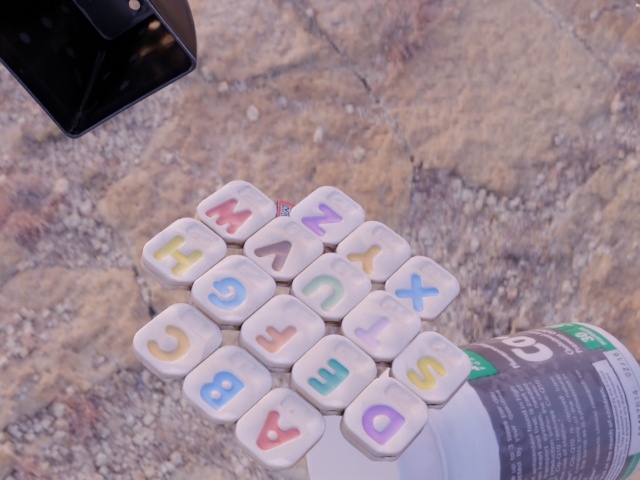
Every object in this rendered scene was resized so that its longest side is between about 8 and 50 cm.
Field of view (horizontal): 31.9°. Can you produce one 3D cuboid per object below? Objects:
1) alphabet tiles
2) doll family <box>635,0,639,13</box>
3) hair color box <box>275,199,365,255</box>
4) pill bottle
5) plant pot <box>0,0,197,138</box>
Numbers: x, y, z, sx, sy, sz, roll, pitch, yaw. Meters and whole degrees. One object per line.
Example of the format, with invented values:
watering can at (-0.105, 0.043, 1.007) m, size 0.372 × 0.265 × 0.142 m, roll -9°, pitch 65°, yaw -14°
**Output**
alphabet tiles at (-0.012, 0.061, 0.969) m, size 0.284 × 0.021 × 0.278 m, roll 38°, pitch 51°, yaw 15°
doll family at (0.431, -0.312, 1.320) m, size 0.111 × 0.193 × 0.076 m, roll -45°, pitch 66°, yaw -1°
hair color box at (0.000, 0.000, 1.413) m, size 0.141 × 0.072 × 0.043 m, roll 14°, pitch 52°, yaw -16°
pill bottle at (0.179, 0.216, 1.246) m, size 0.361 × 0.204 × 0.204 m, roll -8°, pitch 58°, yaw -35°
plant pot at (-0.250, -0.262, 1.264) m, size 0.187 × 0.188 × 0.167 m, roll -26°, pitch 29°, yaw 23°
